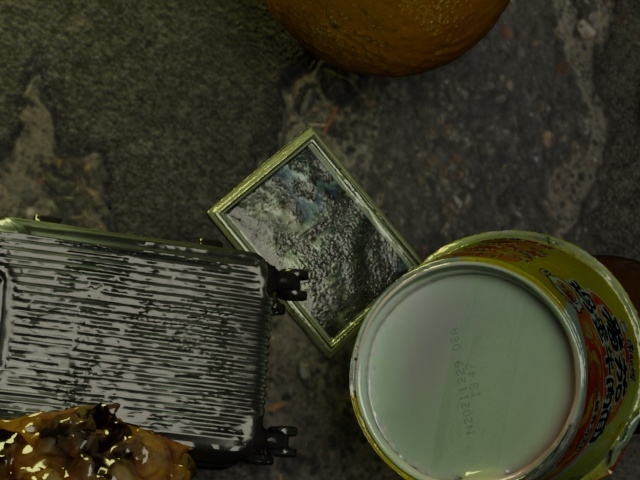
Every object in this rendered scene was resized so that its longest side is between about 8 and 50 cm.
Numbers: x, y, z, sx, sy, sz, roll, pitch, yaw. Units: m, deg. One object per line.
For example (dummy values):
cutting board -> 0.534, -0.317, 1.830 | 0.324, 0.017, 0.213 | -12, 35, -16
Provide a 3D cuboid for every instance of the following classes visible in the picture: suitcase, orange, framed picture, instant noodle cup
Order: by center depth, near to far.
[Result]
suitcase -> -0.174, 0.096, 1.658 | 0.312, 0.128, 0.202 | 8, 76, -18
instant noodle cup -> 0.147, 0.114, 1.671 | 0.264, 0.200, 0.264 | -1, 88, 18
orange -> 0.061, -0.288, 1.756 | 0.274, 0.274, 0.274 | 4, 77, -19
framed picture -> 0.000, 0.000, 1.805 | 0.142, 0.011, 0.183 | -41, 94, -22

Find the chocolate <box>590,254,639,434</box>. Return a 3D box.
chocolate -> 0.279, 0.094, 1.816 | 0.177, 0.177, 0.176 | 4, 77, -19

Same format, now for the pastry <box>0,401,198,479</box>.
pastry -> -0.233, 0.327, 1.495 | 0.337, 0.292, 0.405 | -11, 103, 1
